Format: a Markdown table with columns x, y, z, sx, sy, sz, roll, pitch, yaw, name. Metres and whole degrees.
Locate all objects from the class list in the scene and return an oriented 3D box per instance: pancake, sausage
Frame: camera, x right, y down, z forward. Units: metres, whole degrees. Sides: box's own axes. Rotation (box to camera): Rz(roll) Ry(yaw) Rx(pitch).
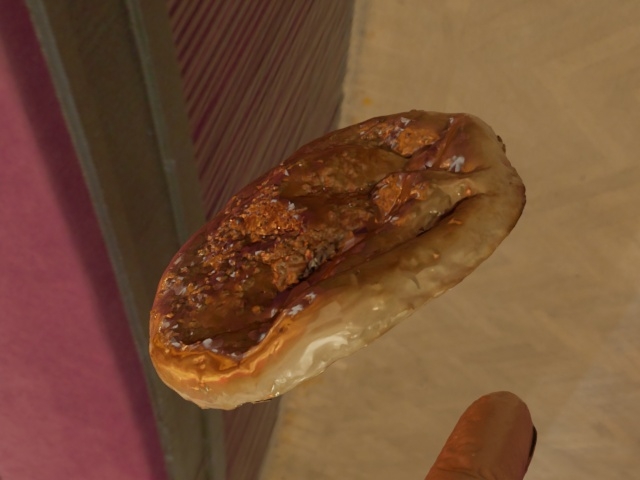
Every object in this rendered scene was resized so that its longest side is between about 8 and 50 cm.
| x | y | z | sx | sy | sz | roll | pitch | yaw | name |
| --- | --- | --- | --- | --- | --- | --- | --- | --- | --- |
| -0.001 | 0.000 | 0.888 | 0.387 | 0.387 | 0.082 | -10 | 126 | 38 | pancake |
| 0.080 | 0.186 | 0.614 | 0.066 | 0.301 | 0.066 | 11 | 118 | 21 | sausage |
